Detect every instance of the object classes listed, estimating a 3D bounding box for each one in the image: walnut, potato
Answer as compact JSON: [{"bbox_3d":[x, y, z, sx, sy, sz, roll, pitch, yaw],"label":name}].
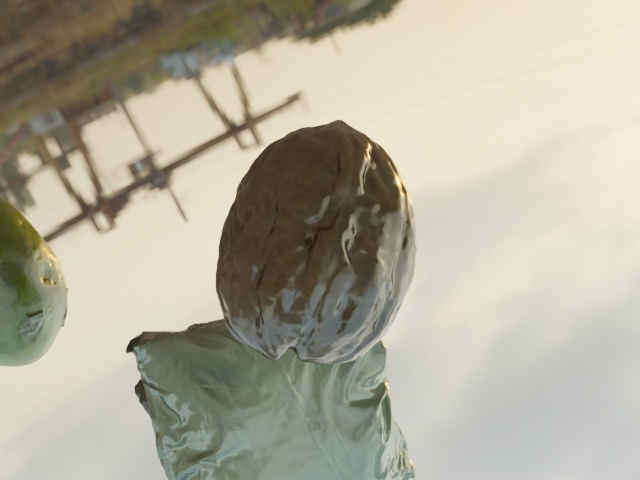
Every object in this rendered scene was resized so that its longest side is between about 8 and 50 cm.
[{"bbox_3d":[0.000,-0.001,1.263,0.178,0.230,0.178,9,166,2],"label":"walnut"},{"bbox_3d":[-0.436,0.051,1.843,0.186,0.253,0.148,-9,-155,14],"label":"potato"}]

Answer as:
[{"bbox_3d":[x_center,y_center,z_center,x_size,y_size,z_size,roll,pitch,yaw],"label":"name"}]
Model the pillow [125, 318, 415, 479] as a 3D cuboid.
[{"bbox_3d":[-0.043,0.208,1.551,0.310,0.283,0.138,-14,-174,-27],"label":"pillow"}]
